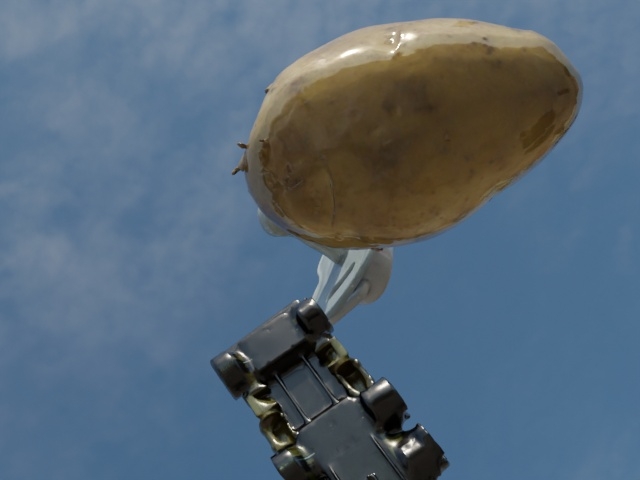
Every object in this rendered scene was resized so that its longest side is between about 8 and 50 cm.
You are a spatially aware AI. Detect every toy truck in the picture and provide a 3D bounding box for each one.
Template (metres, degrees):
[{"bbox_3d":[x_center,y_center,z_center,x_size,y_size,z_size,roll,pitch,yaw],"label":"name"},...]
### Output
[{"bbox_3d":[0.009,0.174,0.827,0.127,0.257,0.127,-36,-36,-8],"label":"toy truck"}]

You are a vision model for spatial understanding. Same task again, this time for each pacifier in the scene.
[{"bbox_3d":[0.000,0.000,1.367,0.226,0.287,0.238,34,-57,-11],"label":"pacifier"}]

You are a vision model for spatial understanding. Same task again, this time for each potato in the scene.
[{"bbox_3d":[0.058,-0.083,0.631,0.235,0.128,0.161,-37,-88,7],"label":"potato"}]
